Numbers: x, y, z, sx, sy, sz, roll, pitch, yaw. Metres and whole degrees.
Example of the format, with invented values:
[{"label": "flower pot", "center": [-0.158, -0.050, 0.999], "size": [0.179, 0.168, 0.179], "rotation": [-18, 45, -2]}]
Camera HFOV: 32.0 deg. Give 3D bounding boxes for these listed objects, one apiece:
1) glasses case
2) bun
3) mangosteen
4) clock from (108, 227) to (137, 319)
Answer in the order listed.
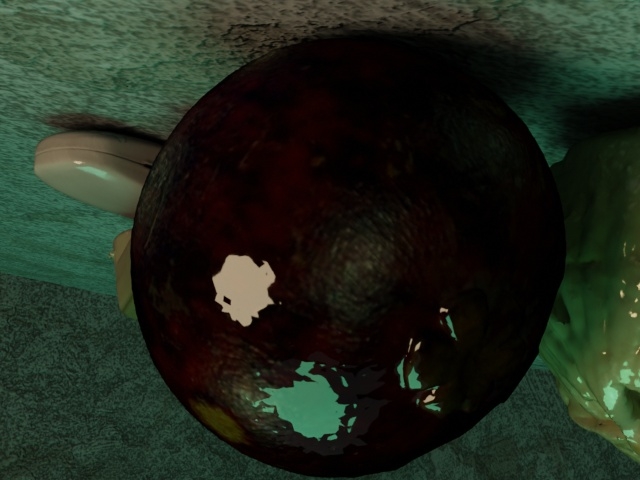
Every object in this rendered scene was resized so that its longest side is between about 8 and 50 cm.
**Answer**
[{"label": "glasses case", "center": [-0.171, -0.057, 1.209], "size": [0.113, 0.075, 0.296], "rotation": [-5, 165, 42]}, {"label": "bun", "center": [0.313, 0.072, 0.871], "size": [0.348, 0.227, 0.352], "rotation": [24, 150, 8]}, {"label": "mangosteen", "center": [0.000, 0.000, 0.803], "size": [0.306, 0.306, 0.359], "rotation": [17, -168, -42]}, {"label": "clock", "center": [-0.039, -0.001, 1.140], "size": [0.309, 0.114, 0.284], "rotation": [1, 153, -24]}]
